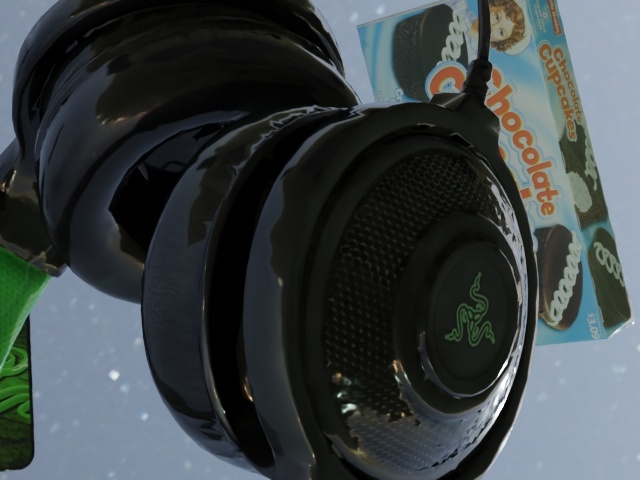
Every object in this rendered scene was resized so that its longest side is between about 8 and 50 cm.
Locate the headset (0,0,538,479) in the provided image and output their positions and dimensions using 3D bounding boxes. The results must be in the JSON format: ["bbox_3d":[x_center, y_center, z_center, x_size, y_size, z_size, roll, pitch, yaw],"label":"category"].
[{"bbox_3d":[0.000,0.000,0.537,0.185,0.394,0.243,36,-174,-43],"label":"headset"}]

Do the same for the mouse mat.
[{"bbox_3d":[-0.336,0.124,1.240,0.189,0.153,0.007,-3,-177,-18],"label":"mouse mat"}]

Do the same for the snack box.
[{"bbox_3d":[0.156,-0.062,1.342,0.060,0.187,0.322,-21,-82,-48],"label":"snack box"}]
